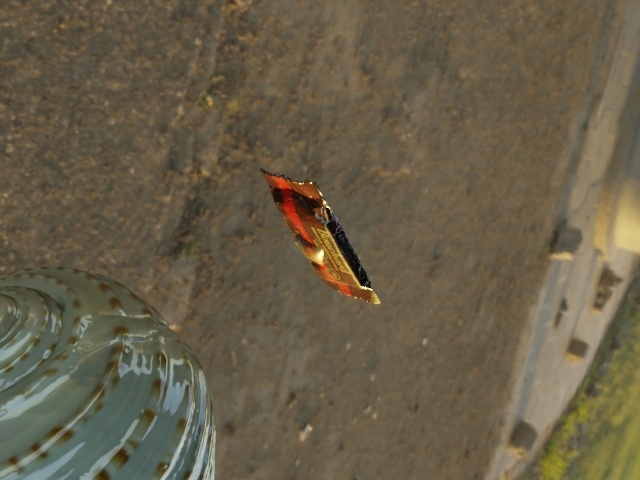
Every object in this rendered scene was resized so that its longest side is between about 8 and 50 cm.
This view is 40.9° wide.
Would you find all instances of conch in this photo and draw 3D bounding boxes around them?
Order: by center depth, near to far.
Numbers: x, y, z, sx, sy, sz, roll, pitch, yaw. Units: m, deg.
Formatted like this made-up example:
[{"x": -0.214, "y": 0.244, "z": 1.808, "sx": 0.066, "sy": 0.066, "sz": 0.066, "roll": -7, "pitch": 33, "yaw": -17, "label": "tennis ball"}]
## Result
[{"x": -0.217, "y": 0.159, "z": 0.847, "sx": 0.215, "sy": 0.303, "sz": 0.319, "roll": -56, "pitch": 138, "yaw": -2, "label": "conch"}]

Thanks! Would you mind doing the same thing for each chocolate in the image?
[{"x": 0.000, "y": 0.000, "z": 0.856, "sx": 0.028, "sy": 0.086, "sz": 0.182, "roll": -48, "pitch": 134, "yaw": -26, "label": "chocolate"}]
